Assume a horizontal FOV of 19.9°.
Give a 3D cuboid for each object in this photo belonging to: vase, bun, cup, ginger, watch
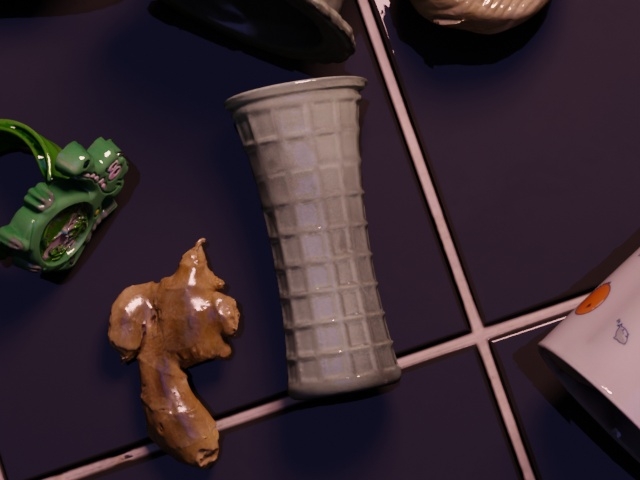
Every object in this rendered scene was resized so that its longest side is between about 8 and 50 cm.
[{"bbox_3d":[-0.022,-0.348,1.760,0.245,0.245,0.291,24,80,3],"label":"vase"},{"bbox_3d":[0.148,-0.280,1.796,0.173,0.113,0.166,-16,89,-23],"label":"bun"},{"bbox_3d":[0.389,0.064,1.710,0.317,0.212,0.212,-44,85,-3],"label":"cup"},{"bbox_3d":[-0.131,0.116,1.795,0.133,0.059,0.214,-23,83,4],"label":"ginger"},{"bbox_3d":[0.000,0.000,1.770,0.143,0.143,0.298,-9,88,1],"label":"vase"},{"bbox_3d":[-0.290,-0.055,1.797,0.152,0.131,0.165,33,91,22],"label":"watch"}]
